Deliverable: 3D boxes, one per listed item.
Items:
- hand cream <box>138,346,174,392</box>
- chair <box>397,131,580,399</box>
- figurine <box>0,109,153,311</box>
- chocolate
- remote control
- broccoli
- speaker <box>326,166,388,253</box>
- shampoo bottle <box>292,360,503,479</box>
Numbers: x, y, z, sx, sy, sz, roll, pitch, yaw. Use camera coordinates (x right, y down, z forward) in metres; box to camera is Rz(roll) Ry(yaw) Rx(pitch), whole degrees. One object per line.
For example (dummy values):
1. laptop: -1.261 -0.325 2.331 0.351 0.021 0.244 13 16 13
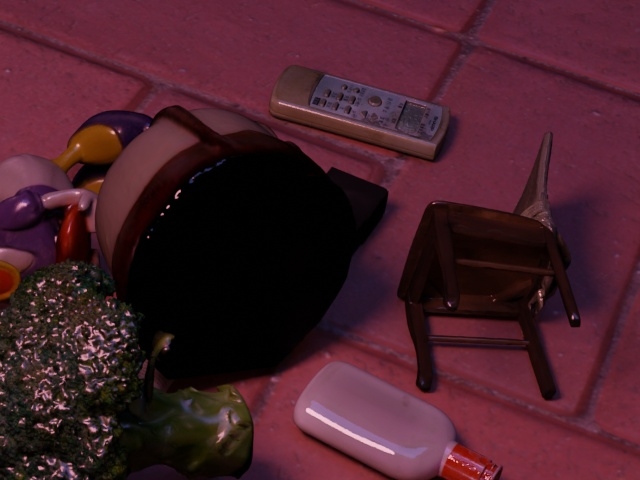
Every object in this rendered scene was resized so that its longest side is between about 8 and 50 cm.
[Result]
1. hand cream: -0.188 0.153 1.849 0.067 0.042 0.194 20 36 8
2. chair: 0.191 0.015 2.000 0.186 0.160 0.319 5 43 -9
3. figurine: -0.336 -0.011 1.917 0.193 0.154 0.421 18 39 16
4. chocolate: -0.121 -0.011 1.881 0.283 0.284 0.186 -15 32 -27
5. remote control: 0.051 -0.168 2.269 0.233 0.038 0.098 17 41 6
6. broccoli: -0.210 0.159 1.649 0.297 0.298 0.297 1 40 -28
7. speaker: 0.000 0.000 2.059 0.082 0.044 0.218 22 42 13
8. shampoo bottle: 0.085 0.205 1.836 0.221 0.051 0.108 26 40 17
